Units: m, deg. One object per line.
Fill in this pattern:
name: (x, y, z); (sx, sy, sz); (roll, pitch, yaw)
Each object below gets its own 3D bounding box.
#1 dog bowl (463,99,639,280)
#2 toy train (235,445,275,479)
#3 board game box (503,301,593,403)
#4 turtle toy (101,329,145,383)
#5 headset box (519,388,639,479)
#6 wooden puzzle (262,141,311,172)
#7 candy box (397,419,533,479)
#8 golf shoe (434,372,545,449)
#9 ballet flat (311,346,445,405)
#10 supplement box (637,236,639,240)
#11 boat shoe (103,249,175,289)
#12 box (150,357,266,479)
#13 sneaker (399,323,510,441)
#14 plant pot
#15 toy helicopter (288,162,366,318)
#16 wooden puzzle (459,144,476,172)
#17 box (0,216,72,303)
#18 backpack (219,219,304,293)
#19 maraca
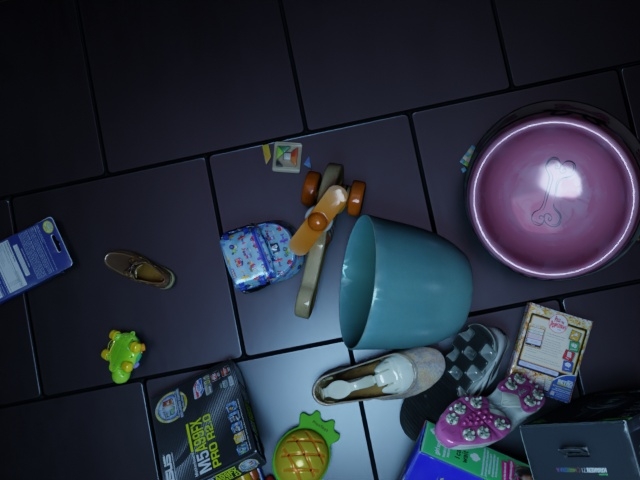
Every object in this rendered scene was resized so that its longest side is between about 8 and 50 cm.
dog bowl: (0.501, -0.097, 1.605); (0.408, 0.150, 0.407); (4, 101, 20)
toy train: (-0.188, 0.491, 1.679); (0.105, 0.143, 0.248); (-21, 85, 2)
board game box: (0.517, 0.254, 1.694); (0.147, 0.045, 0.193); (18, 88, 5)
turtle toy: (-0.461, 0.274, 1.752); (0.095, 0.066, 0.130); (23, 91, 29)
headset box: (0.586, 0.402, 1.517); (0.283, 0.246, 0.131); (-10, 83, -39)
wooden puzzle: (-0.081, -0.200, 1.786); (0.116, 0.014, 0.078); (-3, 86, 4)
candy box: (0.316, 0.578, 1.602); (0.317, 0.122, 0.268); (22, 115, 5)
golf shoe: (0.350, 0.390, 1.581); (0.306, 0.140, 0.115); (-12, 50, -36)
ballet flat: (0.119, 0.310, 1.639); (0.316, 0.106, 0.107); (-22, 78, 23)
supplement box: (0.745, -0.040, 1.695); (0.043, 0.055, 0.083); (2, 85, 6)
boat shoe: (-0.434, 0.066, 1.769); (0.178, 0.060, 0.064); (21, 88, 5)
box: (-0.255, 0.419, 1.652); (0.216, 0.060, 0.270); (-26, 43, 2)
sneaker: (0.314, 0.328, 1.671); (0.330, 0.146, 0.122); (-53, 55, 22)
plant pot: (0.190, 0.100, 1.619); (0.235, 0.293, 0.293); (6, 86, -11)
toy helicopter: (0.000, 0.000, 1.655); (0.140, 0.235, 0.355); (13, 87, 5)
wooden puzzle: (0.364, -0.192, 1.757); (0.049, 0.006, 0.083); (37, 89, 6)
box: (-0.717, 0.050, 1.802); (0.225, 0.036, 0.136); (-26, 85, 3)
backpack: (-0.129, 0.030, 1.723); (0.173, 0.117, 0.158); (-16, 86, 0)
maraca: (-0.033, 0.478, 1.696); (0.127, 0.099, 0.185); (32, 63, 4)
